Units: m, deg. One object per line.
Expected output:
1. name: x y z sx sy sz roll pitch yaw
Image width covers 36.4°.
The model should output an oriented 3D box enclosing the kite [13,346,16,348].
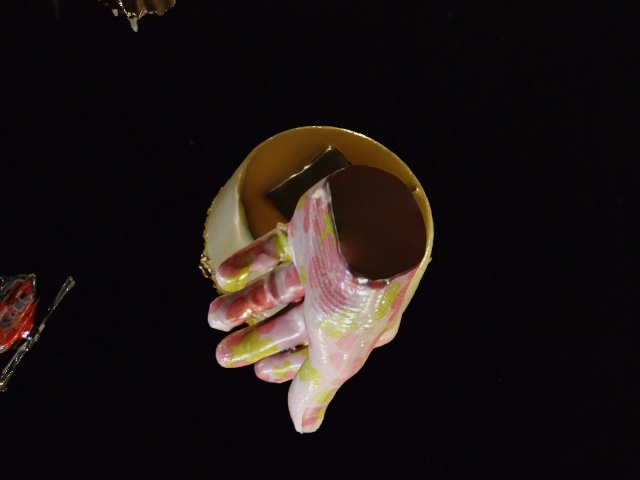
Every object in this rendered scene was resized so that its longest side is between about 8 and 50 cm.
1. kite: -0.547 0.116 1.208 0.323 0.013 0.267 -8 -114 -11

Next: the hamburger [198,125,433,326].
1. hamburger: 0.000 0.000 1.193 0.276 0.179 0.294 43 -125 10

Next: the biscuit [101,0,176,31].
1. biscuit: -0.159 -0.288 0.721 0.070 0.252 0.106 -22 -150 -18

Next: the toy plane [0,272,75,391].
1. toy plane: -0.272 0.081 0.837 0.060 0.037 0.145 31 -94 -2

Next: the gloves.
1. gloves: 0.000 0.048 0.760 0.126 0.241 0.145 -33 -104 -28
